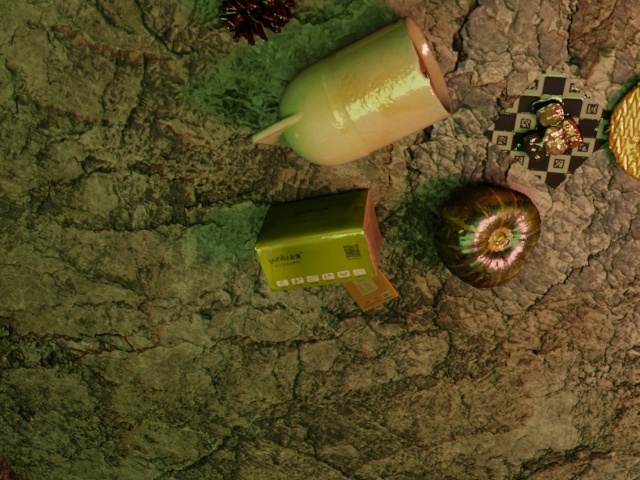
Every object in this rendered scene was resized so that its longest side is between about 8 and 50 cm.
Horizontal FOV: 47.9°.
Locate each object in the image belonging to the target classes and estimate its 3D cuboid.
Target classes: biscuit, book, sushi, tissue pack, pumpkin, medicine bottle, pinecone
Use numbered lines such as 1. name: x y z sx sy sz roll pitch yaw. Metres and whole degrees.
1. biscuit: 0.760 -0.238 1.576 0.254 0.035 0.253 12 115 27
2. book: 0.119 0.111 1.969 0.118 0.012 0.172 -27 113 24
3. sushi: 0.534 -0.245 1.656 0.231 0.047 0.219 35 121 -12
4. tissue pack: 0.000 0.000 1.812 0.275 0.200 0.167 -8 121 14
5. pumpkin: 0.394 -0.020 1.747 0.260 0.189 0.260 -6 109 -17
6. medicine bottle: 0.062 -0.299 1.598 0.406 0.235 0.235 -22 115 21
7. pinecone: -0.147 -0.501 1.560 0.163 0.163 0.165 35 129 -11
